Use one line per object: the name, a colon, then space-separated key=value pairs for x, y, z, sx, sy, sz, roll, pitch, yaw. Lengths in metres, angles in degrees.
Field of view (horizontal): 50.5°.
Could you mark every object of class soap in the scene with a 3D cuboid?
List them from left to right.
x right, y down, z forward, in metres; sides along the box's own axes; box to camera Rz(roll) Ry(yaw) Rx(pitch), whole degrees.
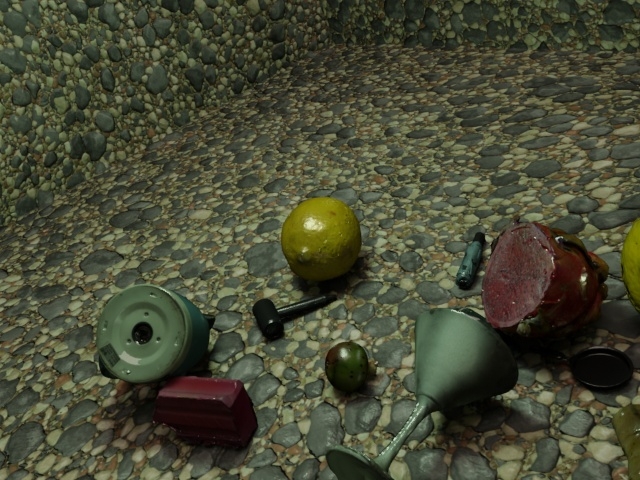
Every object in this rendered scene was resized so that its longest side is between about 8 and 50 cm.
soap: x=-0.295 y=0.416 z=1.663 sx=0.249 sy=0.162 sz=0.099 roll=-1 pitch=34 yaw=22

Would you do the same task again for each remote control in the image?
remote control: x=0.423 y=0.240 z=1.740 sx=0.072 sy=0.042 sz=0.222 roll=-27 pitch=32 yaw=-14

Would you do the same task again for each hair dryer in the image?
hair dryer: x=-0.066 y=0.205 z=2.002 sx=0.255 sy=0.070 sz=0.128 roll=-16 pitch=31 yaw=-10

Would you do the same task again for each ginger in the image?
ginger: x=0.642 y=0.422 z=1.296 sx=0.109 sy=0.116 sz=0.263 roll=27 pitch=28 yaw=-8

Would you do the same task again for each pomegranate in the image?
pomegranate: x=0.071 y=0.317 z=1.709 sx=0.130 sy=0.130 sz=0.130 roll=-11 pitch=31 yaw=7

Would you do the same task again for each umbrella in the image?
umbrella: x=0.448 y=0.051 z=2.020 sx=0.052 sy=0.053 sz=0.250 roll=1 pitch=35 yaw=27

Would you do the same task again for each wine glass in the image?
wine glass: x=0.212 y=0.370 z=1.451 sx=0.267 sy=0.267 sz=0.406 roll=15 pitch=48 yaw=40

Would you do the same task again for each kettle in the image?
kettle: x=-0.451 y=0.279 z=1.847 sx=0.319 sy=0.342 sz=0.247 roll=-30 pitch=76 yaw=2

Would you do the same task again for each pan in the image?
pan: x=0.609 y=0.287 z=1.595 sx=0.235 sy=0.028 sz=0.136 roll=12 pitch=40 yaw=33

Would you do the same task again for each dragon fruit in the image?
dragon fruit: x=0.579 y=0.107 z=1.662 sx=0.262 sy=0.314 sz=0.296 roll=19 pitch=-9 yaw=-18

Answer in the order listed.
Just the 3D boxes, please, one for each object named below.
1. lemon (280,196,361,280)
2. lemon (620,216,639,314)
lemon: x=0.000 y=0.000 z=2.105 sx=0.257 sy=0.258 sz=0.310 roll=-5 pitch=20 yaw=17
lemon: x=0.886 y=0.056 z=1.552 sx=0.387 sy=0.350 sz=0.350 roll=-7 pitch=27 yaw=-22
